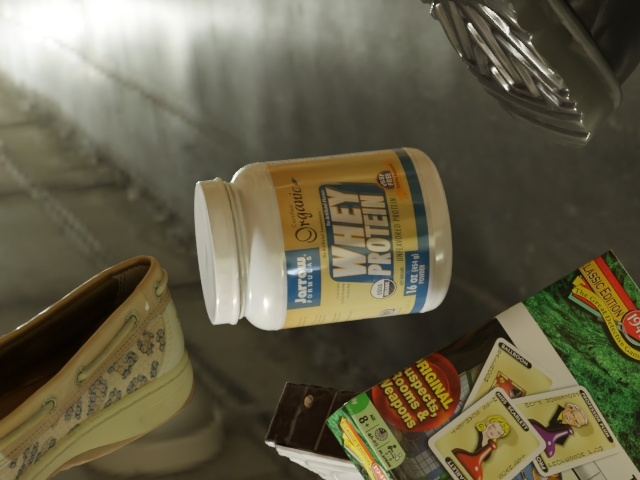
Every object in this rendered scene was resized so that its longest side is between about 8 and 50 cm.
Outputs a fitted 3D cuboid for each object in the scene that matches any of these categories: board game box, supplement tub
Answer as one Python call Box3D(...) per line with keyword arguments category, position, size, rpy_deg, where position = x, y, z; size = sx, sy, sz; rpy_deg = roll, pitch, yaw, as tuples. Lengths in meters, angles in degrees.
Box3D(category="board game box", position=(0.128, 0.140, 0.622), size=(0.260, 0.136, 0.030), rpy_deg=(56, 152, 11))
Box3D(category="supplement tub", position=(0.000, 0.000, 1.439), size=(0.144, 0.199, 0.144), rpy_deg=(173, 90, -79))

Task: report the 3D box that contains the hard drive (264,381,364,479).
Box3D(category="hard drive", position=(0.148, 0.193, 1.286), size=(0.339, 0.237, 0.064), rpy_deg=(3, 67, 48))

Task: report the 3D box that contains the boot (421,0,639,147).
Box3D(category="boot", position=(0.145, -0.247, 0.936), size=(0.131, 0.260, 0.348), rpy_deg=(34, 167, 43))

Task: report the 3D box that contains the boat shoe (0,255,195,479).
Box3D(category="boat shoe", position=(-0.188, 0.095, 0.936), size=(0.104, 0.285, 0.089), rpy_deg=(10, 116, 36))
